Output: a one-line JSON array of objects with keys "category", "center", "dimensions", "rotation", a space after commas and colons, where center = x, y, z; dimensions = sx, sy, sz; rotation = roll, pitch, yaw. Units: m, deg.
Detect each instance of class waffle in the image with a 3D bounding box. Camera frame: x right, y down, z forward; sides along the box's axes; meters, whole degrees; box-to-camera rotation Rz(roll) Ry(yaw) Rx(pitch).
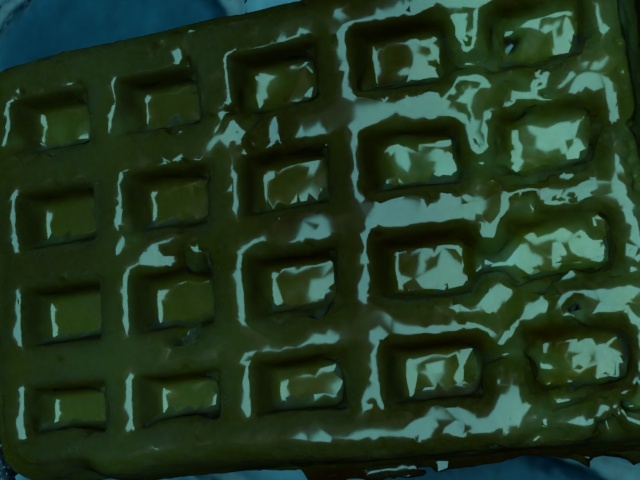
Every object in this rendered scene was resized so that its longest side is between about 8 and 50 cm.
[{"category": "waffle", "center": [0.000, 0.000, 0.530], "dimensions": [0.328, 0.098, 0.224], "rotation": [-8, 82, 23]}]

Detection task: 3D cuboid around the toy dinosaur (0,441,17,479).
[{"category": "toy dinosaur", "center": [-0.168, 0.188, 0.605], "dimensions": [0.082, 0.039, 0.209], "rotation": [-1, 93, 20]}]
